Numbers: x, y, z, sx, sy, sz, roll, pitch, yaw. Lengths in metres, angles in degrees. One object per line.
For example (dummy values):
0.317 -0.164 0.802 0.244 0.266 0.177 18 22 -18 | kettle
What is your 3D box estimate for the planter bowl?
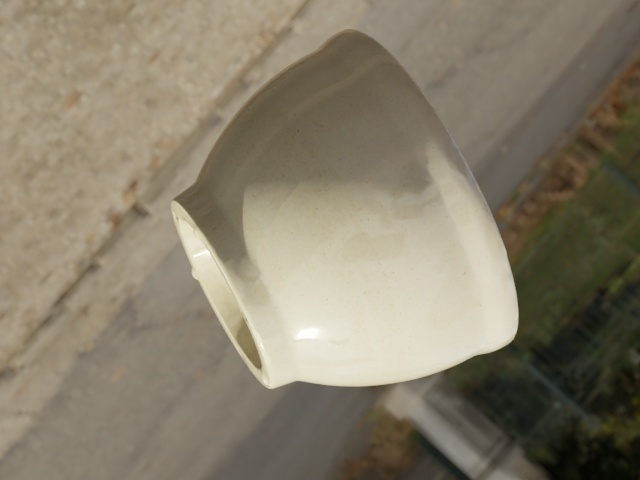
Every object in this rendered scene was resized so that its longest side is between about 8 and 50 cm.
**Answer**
0.000 0.000 0.717 0.109 0.162 0.162 -27 166 -12 | planter bowl
